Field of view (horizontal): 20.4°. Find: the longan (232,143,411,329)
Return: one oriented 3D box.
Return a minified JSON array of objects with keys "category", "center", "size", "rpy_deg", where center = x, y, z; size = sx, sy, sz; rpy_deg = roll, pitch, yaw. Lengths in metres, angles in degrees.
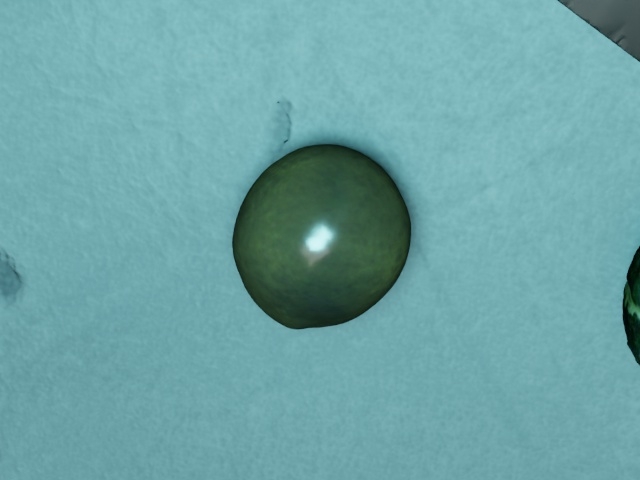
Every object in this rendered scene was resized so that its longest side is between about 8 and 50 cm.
[{"category":"longan","center":[0.000,0.000,1.697],"size":[0.167,0.167,0.187],"rpy_deg":[20,136,-2]}]

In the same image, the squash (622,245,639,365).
[{"category":"squash","center":[0.409,0.063,1.665],"size":[0.252,0.165,0.252],"rpy_deg":[2,111,6]}]

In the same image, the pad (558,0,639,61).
[{"category":"pad","center":[0.330,-0.246,1.627],"size":[0.267,0.004,0.181],"rpy_deg":[36,113,-10]}]
